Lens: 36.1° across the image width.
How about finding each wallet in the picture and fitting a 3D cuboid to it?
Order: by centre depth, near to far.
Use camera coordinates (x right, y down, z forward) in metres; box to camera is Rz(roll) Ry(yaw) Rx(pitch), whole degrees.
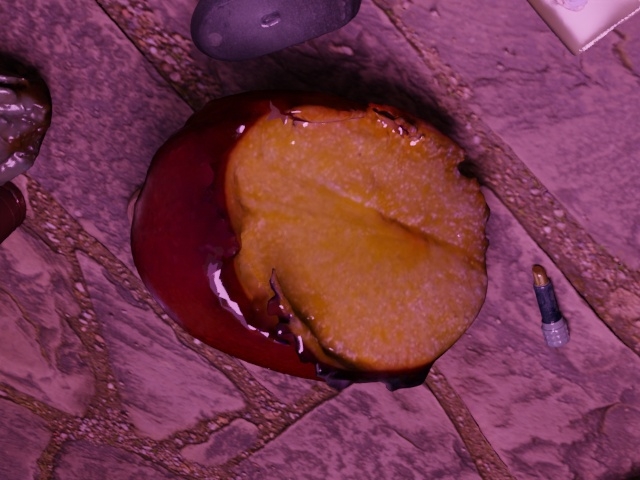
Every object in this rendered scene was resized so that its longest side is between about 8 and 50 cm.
[{"bbox_3d":[0.277,-0.296,1.088,0.110,0.039,0.155,-35,106,34],"label":"wallet"}]

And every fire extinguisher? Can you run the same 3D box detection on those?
[{"bbox_3d":[-0.517,0.013,1.372,0.105,0.269,0.104,7,123,11],"label":"fire extinguisher"}]

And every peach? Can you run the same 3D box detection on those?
[{"bbox_3d":[0.000,0.000,1.184,0.417,0.353,0.339,23,81,9],"label":"peach"}]

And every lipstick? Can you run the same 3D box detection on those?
[{"bbox_3d":[0.306,0.086,1.319,0.037,0.037,0.116,-10,113,22],"label":"lipstick"}]

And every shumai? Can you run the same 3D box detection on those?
[{"bbox_3d":[-0.488,-0.155,1.262,0.264,0.304,0.309,17,130,-8],"label":"shumai"}]

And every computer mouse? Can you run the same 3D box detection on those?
[{"bbox_3d":[-0.049,-0.288,1.172,0.229,0.068,0.113,-18,133,13],"label":"computer mouse"}]

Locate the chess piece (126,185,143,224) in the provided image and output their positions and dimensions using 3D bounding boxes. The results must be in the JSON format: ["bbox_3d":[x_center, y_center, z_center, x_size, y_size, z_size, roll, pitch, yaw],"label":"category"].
[{"bbox_3d":[-0.233,-0.040,1.396,0.084,0.038,0.083,9,123,13],"label":"chess piece"}]
